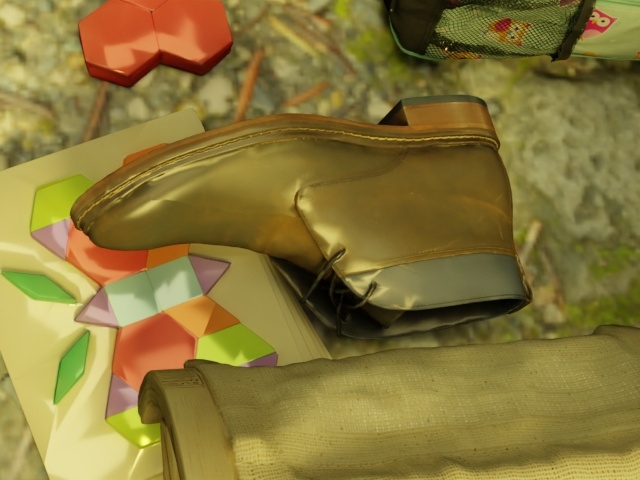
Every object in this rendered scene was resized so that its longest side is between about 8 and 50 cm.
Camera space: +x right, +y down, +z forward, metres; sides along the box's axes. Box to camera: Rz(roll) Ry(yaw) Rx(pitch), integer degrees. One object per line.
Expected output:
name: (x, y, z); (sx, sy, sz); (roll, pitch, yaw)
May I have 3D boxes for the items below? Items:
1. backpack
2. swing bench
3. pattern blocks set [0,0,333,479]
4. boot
backpack: (0.136, -0.180, 0.761); (0.188, 0.144, 0.166); (7, 66, -11)
swing bench: (0.067, 0.159, 0.613); (0.253, 0.165, 0.254); (-4, 78, -14)
pattern blocks set: (-0.086, 0.029, 0.715); (0.285, 0.026, 0.325); (-36, 82, -18)
boot: (0.000, 0.000, 0.685); (0.219, 0.082, 0.106); (-12, 72, -21)
